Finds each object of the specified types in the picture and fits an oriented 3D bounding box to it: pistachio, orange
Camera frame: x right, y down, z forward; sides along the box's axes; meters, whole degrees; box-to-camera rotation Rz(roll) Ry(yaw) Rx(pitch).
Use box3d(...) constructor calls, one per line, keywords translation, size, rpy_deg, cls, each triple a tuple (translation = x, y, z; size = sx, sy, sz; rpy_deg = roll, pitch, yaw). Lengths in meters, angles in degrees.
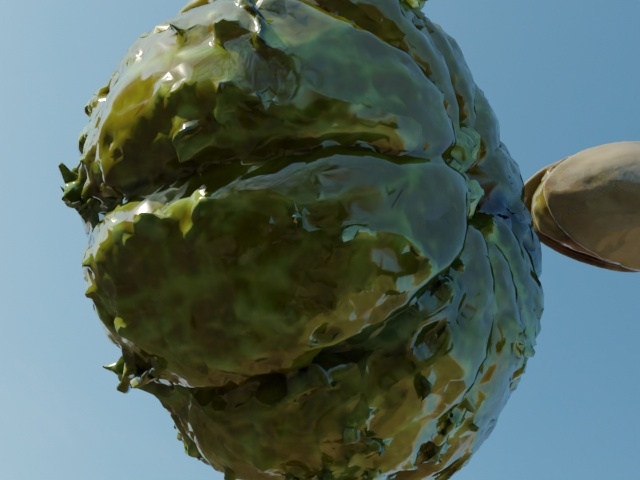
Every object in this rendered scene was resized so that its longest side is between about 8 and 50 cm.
box3d(translation=(0.320, -0.035, 0.881), size=(0.215, 0.143, 0.143), rpy_deg=(-3, -41, -14), cls="pistachio")
box3d(translation=(0.000, 0.000, 0.476), size=(0.223, 0.300, 0.301), rpy_deg=(-16, -66, 34), cls="orange")
